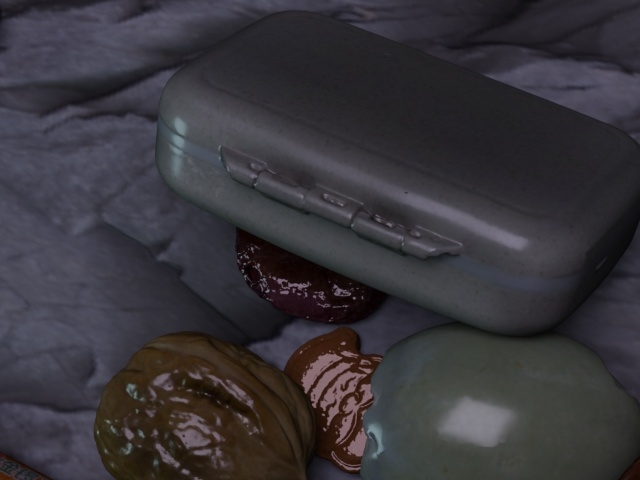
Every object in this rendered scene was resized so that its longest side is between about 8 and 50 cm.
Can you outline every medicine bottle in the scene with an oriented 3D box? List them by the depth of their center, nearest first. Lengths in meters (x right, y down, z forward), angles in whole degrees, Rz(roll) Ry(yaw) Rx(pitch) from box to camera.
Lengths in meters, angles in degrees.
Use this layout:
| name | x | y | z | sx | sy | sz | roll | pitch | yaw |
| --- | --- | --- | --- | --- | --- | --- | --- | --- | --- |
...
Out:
| name | x | y | z | sx | sy | sz | roll | pitch | yaw |
| --- | --- | --- | --- | --- | --- | --- | --- | --- | --- |
| medicine bottle | 0.066 | -0.061 | 1.599 | 0.375 | 0.123 | 0.282 | 22 | 33 | 19 |

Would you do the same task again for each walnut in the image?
| name | x | y | z | sx | sy | sz | roll | pitch | yaw |
| --- | --- | --- | --- | --- | --- | --- | --- | --- | --- |
| walnut | -0.089 | 0.156 | 1.603 | 0.184 | 0.155 | 0.155 | 27 | 79 | 15 |

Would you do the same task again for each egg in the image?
| name | x | y | z | sx | sy | sz | roll | pitch | yaw |
| --- | --- | --- | --- | --- | --- | --- | --- | --- | --- |
| egg | 0.147 | 0.154 | 1.544 | 0.217 | 0.183 | 0.183 | 7 | 74 | 12 |

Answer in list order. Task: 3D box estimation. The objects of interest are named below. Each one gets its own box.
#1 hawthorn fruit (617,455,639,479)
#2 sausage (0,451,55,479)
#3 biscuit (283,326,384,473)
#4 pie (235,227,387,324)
| name | x | y | z | sx | sy | sz | roll | pitch | yaw |
| --- | --- | --- | --- | --- | --- | --- | --- | --- | --- |
| hawthorn fruit | 0.302 | 0.275 | 1.427 | 0.295 | 0.295 | 0.311 | 30 | 83 | 17 |
| sausage | -0.257 | 0.215 | 1.662 | 0.347 | 0.053 | 0.053 | 24 | 78 | 16 |
| biscuit | 0.025 | 0.136 | 1.656 | 0.102 | 0.019 | 0.130 | -42 | 71 | -4 |
| pie | 0.000 | 0.000 | 1.693 | 0.153 | 0.038 | 0.154 | -3 | 70 | 9 |
